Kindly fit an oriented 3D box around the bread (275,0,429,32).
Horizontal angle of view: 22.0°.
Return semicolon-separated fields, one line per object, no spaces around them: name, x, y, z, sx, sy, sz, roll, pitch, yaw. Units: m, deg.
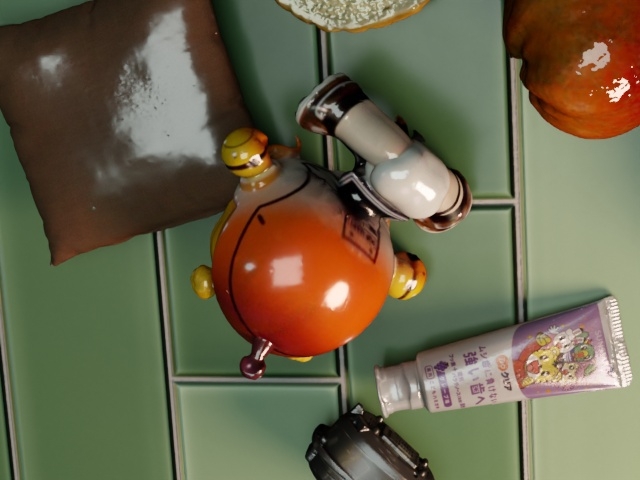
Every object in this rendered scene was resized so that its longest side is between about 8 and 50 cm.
bread;0.036;-0.347;1.875;0.236;0.070;0.236;3;105;12

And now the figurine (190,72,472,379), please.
figurine;0.002;0.001;1.871;0.320;0.196;0.323;36;101;-29

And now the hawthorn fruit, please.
hawthorn fruit;0.327;-0.235;1.773;0.261;0.224;0.224;-23;98;0

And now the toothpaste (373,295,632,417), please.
toothpaste;0.215;0.150;1.962;0.299;0.073;0.114;-12;101;7

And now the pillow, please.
pillow;-0.235;-0.152;1.957;0.308;0.108;0.305;-18;100;12

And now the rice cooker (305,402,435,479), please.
rice cooker;0.063;0.277;1.997;0.106;0.112;0.165;-42;94;12
